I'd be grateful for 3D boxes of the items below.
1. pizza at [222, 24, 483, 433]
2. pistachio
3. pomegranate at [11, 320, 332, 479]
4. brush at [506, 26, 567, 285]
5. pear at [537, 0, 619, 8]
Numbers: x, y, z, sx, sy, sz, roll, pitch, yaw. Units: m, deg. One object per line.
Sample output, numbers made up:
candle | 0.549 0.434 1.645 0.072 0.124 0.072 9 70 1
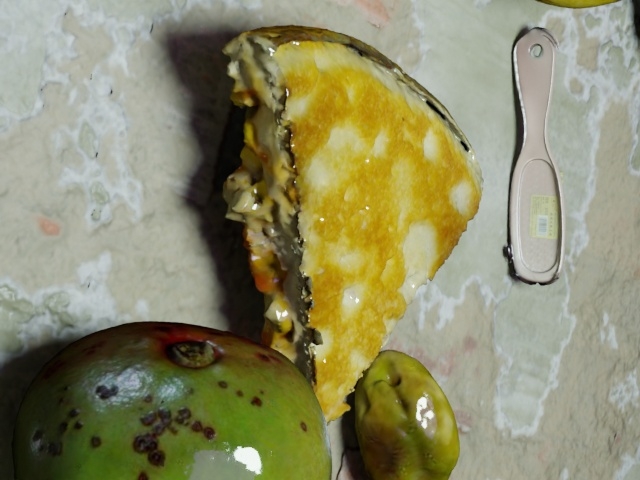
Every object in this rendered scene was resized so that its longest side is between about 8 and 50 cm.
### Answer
pizza | 0.000 0.000 1.447 0.440 0.130 0.406 23 81 -53
pistachio | 0.099 0.216 1.582 0.100 0.110 0.189 -49 132 -65
pomegranate | -0.144 0.232 1.254 0.291 0.291 0.323 16 94 -43
brush | 0.268 -0.102 1.732 0.067 0.072 0.313 -16 105 -64
pear | 0.281 -0.392 1.551 0.281 0.281 0.280 -8 101 -42
